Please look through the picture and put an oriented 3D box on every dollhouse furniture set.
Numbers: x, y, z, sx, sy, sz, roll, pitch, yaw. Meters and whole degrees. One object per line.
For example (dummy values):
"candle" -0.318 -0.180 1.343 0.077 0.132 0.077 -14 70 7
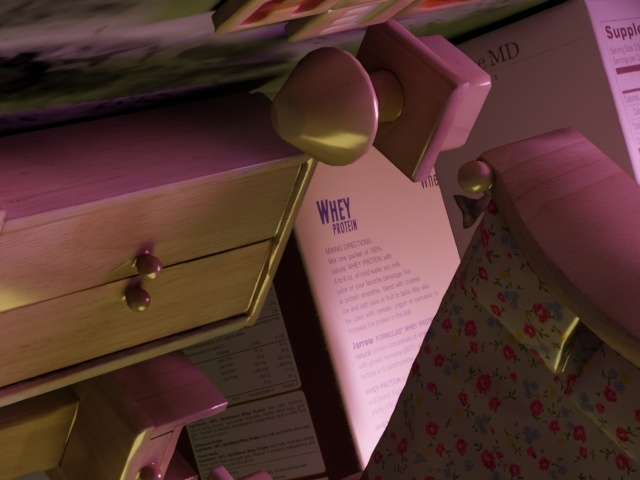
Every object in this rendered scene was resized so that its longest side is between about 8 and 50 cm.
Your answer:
"dollhouse furniture set" 0.002 0.111 0.549 0.174 0.355 0.303 -16 140 -42

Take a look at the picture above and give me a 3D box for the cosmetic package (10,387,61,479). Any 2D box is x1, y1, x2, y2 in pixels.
"cosmetic package" -0.138 0.148 1.086 0.329 0.327 0.394 -17 179 21

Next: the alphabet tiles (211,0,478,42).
"alphabet tiles" 0.092 -0.103 0.452 0.237 0.009 0.198 -16 178 -22

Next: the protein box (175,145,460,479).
"protein box" 0.005 0.036 0.860 0.136 0.201 0.200 -17 178 37

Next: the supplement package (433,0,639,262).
"supplement package" 0.130 -0.016 0.697 0.105 0.179 0.105 -18 178 41
